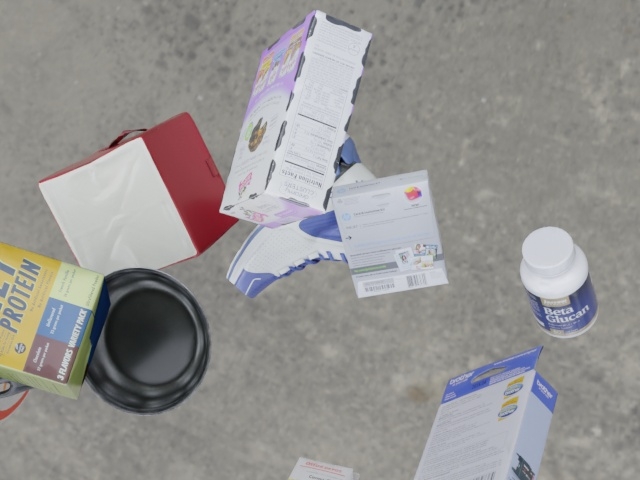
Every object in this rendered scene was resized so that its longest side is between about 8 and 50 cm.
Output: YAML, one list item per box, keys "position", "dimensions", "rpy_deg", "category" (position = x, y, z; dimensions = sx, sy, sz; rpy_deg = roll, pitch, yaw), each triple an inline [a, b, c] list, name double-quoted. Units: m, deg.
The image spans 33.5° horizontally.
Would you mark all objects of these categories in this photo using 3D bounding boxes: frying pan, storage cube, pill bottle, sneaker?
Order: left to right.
- position: [-0.280, 0.173, 1.420]
  dimensions: [0.326, 0.053, 0.197]
  rpy_deg: [-42, 85, 14]
  category: "frying pan"
- position: [-0.258, -0.054, 1.553]
  dimensions: [0.183, 0.193, 0.215]
  rpy_deg: [-21, 100, 18]
  category: "storage cube"
- position: [0.001, -0.001, 1.747]
  dimensions: [0.182, 0.127, 0.315]
  rpy_deg: [42, 104, 4]
  category: "sneaker"
- position: [0.332, 0.057, 1.493]
  dimensions: [0.094, 0.094, 0.169]
  rpy_deg: [1, 145, 25]
  category: "pill bottle"

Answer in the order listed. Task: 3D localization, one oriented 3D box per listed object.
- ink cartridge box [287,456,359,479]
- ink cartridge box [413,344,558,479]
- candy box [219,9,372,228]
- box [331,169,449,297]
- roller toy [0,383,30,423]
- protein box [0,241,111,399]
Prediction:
- position: [-0.008, 0.486, 2.026]
  dimensions: [0.115, 0.198, 0.067]
  rpy_deg: [9, 127, 18]
  category: "ink cartridge box"
- position: [0.212, 0.289, 1.416]
  dimensions: [0.065, 0.311, 0.185]
  rpy_deg: [42, 135, -18]
  category: "ink cartridge box"
- position: [-0.030, -0.120, 1.119]
  dimensions: [0.070, 0.196, 0.165]
  rpy_deg: [18, 169, -19]
  category: "candy box"
- position: [0.106, -0.007, 1.595]
  dimensions: [0.145, 0.038, 0.186]
  rpy_deg: [-10, 124, 9]
  category: "box"
- position: [-0.575, 0.204, 1.796]
  dimensions: [0.146, 0.209, 0.191]
  rpy_deg: [23, 165, 12]
  category: "roller toy"
- position: [-0.374, 0.091, 1.284]
  dimensions: [0.201, 0.136, 0.200]
  rpy_deg: [18, 165, -5]
  category: "protein box"
